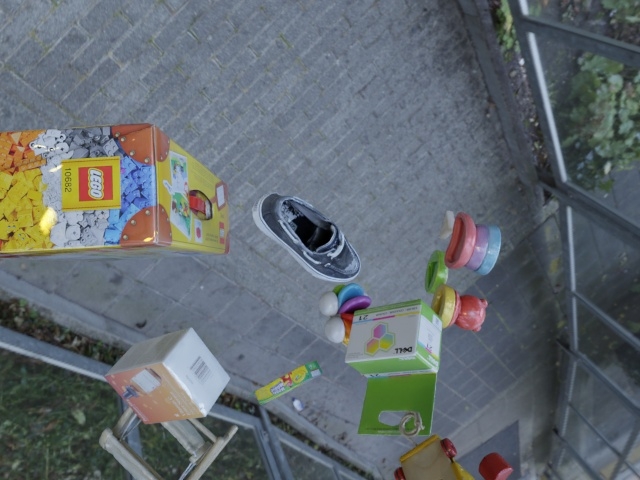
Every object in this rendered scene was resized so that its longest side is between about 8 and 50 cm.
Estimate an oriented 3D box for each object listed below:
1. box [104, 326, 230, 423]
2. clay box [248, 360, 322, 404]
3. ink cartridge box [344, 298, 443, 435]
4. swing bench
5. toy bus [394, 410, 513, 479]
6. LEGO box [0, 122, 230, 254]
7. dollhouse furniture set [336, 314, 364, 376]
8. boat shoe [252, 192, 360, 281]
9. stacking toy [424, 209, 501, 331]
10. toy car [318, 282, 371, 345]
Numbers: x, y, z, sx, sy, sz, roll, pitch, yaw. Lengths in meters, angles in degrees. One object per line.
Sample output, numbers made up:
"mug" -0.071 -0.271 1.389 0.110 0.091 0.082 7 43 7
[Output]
"box" -0.278 0.249 0.821 0.170 0.091 0.130 -20 111 30
"clay box" -0.113 0.467 1.465 0.222 0.053 0.127 -32 163 12
"ink cartridge box" 0.149 0.271 0.966 0.188 0.255 0.097 -19 131 39
"swing bench" -0.399 0.517 1.159 0.255 0.253 0.165 -52 170 -6
"toy bus" 0.185 0.377 0.648 0.104 0.191 0.202 46 58 -26
"LEGO box" -0.423 -0.062 0.924 0.372 0.500 0.193 -3 87 1
"dollhouse furniture set" 0.142 0.323 1.478 0.129 0.129 0.184 -32 112 15
"boat shoe" 0.000 0.000 0.926 0.301 0.102 0.108 41 66 -34
"stacking toy" 0.397 0.075 1.243 0.130 0.279 0.309 13 110 0
"toy car" 0.093 0.203 1.284 0.159 0.182 0.136 0 154 -31
